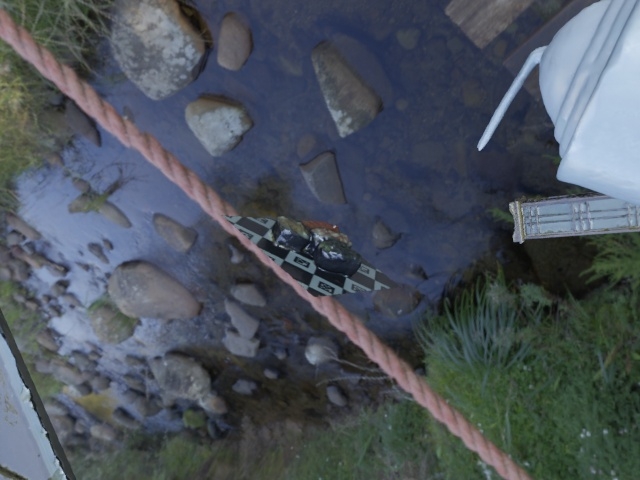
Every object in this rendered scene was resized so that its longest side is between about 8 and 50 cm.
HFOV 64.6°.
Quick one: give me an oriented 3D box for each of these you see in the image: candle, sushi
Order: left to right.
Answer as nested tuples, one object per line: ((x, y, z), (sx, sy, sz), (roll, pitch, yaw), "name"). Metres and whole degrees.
((0.000, 0.000, 0.803), (0.220, 0.231, 0.047), (38, 112, 32), "sushi")
((0.334, -0.116, 0.420), (0.343, 0.221, 0.221), (27, 142, 20), "candle")

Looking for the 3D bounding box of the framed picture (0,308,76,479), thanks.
((-0.320, 0.190, 0.416), (0.281, 0.209, 0.019), (56, 176, 18), "framed picture")

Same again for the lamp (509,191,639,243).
((0.534, -0.055, 0.950), (0.325, 0.089, 0.090), (-6, 98, 31), "lamp")
